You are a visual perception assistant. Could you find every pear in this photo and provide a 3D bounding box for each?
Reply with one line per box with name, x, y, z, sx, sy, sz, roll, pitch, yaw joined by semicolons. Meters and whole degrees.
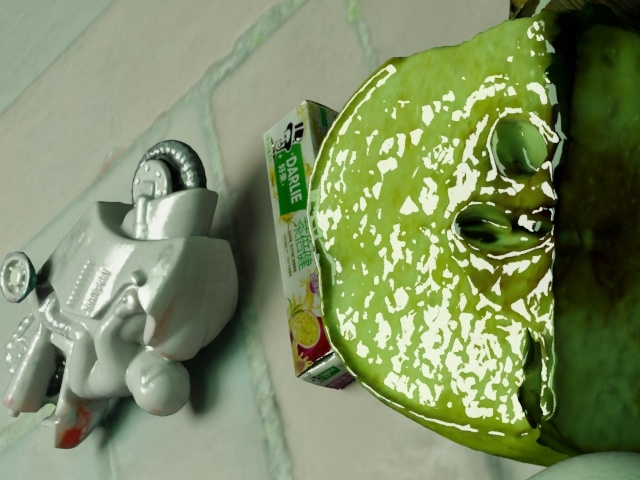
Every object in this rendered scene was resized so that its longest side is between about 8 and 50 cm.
pear;0.104;0.014;1.064;0.255;0.164;0.238;-11;74;52

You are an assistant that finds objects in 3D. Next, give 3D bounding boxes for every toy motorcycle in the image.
toy motorcycle;-0.144;0.057;1.380;0.260;0.110;0.171;-50;53;29

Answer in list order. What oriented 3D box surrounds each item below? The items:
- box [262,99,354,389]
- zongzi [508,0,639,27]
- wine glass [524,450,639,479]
box;0.000;0.000;1.281;0.050;0.041;0.207;-37;47;37
zongzi;0.192;-0.201;1.136;0.187;0.084;0.184;-32;29;23
wine glass;0.175;0.130;0.875;0.321;0.143;0.143;-41;44;12
